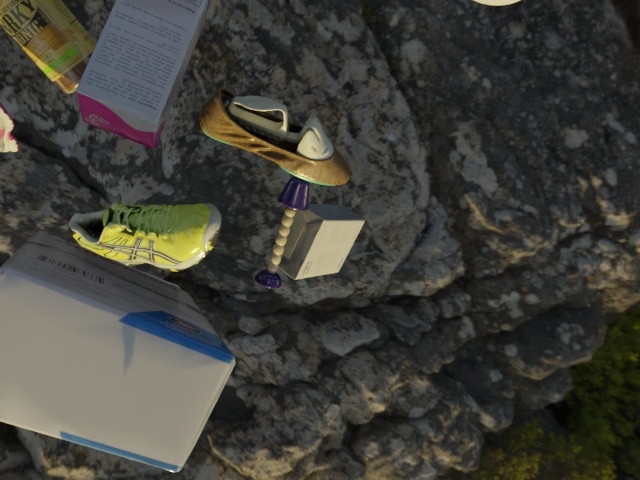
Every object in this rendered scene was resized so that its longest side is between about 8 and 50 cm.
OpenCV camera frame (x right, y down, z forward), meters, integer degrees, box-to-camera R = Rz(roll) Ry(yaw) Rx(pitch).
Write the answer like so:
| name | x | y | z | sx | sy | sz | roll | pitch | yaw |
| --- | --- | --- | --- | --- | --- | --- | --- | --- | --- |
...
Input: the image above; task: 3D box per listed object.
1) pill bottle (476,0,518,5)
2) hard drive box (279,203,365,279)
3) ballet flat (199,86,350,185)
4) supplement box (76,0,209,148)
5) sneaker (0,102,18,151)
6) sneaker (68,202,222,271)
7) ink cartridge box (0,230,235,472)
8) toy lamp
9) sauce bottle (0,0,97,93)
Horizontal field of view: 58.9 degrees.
| name | x | y | z | sx | sy | sz | roll | pitch | yaw |
| --- | --- | --- | --- | --- | --- | --- | --- | --- | --- |
| pill bottle | 0.210 | -0.364 | 0.603 | 0.119 | 0.119 | 0.209 | 29 | 69 | -17 |
| hard drive box | 0.000 | 0.000 | 1.531 | 0.232 | 0.089 | 0.181 | -2 | 123 | -59 |
| ballet flat | -0.077 | -0.220 | 1.161 | 0.342 | 0.124 | 0.116 | 23 | 49 | -10 |
| supplement box | -0.247 | -0.261 | 0.804 | 0.113 | 0.111 | 0.220 | 19 | 73 | -14 |
| sneaker | -0.822 | -0.280 | 1.383 | 0.111 | 0.252 | 0.103 | -31 | 77 | -29 |
| sneaker | -0.391 | -0.015 | 1.247 | 0.147 | 0.384 | 0.145 | 41 | 45 | -54 |
| ink cartridge box | -0.319 | 0.132 | 0.817 | 0.285 | 0.395 | 0.166 | 27 | 87 | -22 |
| toy lamp | -0.090 | -0.020 | 1.391 | 0.080 | 0.080 | 0.275 | 14 | 107 | -19 |
| sauce bottle | -0.522 | -0.419 | 0.973 | 0.111 | 0.111 | 0.344 | -46 | 120 | -13 |
